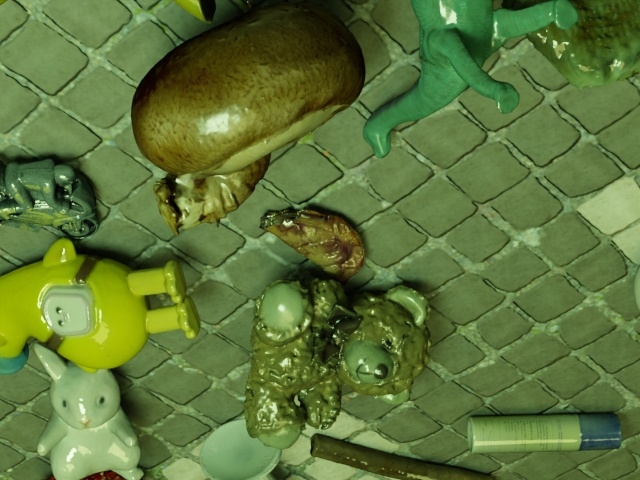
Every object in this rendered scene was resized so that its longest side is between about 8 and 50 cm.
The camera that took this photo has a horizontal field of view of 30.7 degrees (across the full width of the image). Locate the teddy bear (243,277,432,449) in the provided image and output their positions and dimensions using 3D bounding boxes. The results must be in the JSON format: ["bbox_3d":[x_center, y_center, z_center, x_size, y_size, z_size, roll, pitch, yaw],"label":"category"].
[{"bbox_3d":[0.026,0.150,1.577,0.256,0.156,0.267,4,121,-7],"label":"teddy bear"}]

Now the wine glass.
[{"bbox_3d":[-0.107,0.390,1.807,0.165,0.165,0.196,-9,130,6],"label":"wine glass"}]

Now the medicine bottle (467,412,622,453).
[{"bbox_3d":[0.347,0.300,1.807,0.231,0.059,0.059,-1,135,-2],"label":"medicine bottle"}]

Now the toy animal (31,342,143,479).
[{"bbox_3d":[-0.335,0.242,1.655,0.141,0.138,0.282,-7,137,-9],"label":"toy animal"}]

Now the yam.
[{"bbox_3d":[0.135,0.367,1.874,0.327,0.045,0.045,17,109,-18],"label":"yam"}]

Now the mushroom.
[{"bbox_3d":[-0.086,-0.141,1.207,0.278,0.297,0.163,-42,94,-7],"label":"mushroom"}]

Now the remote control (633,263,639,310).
[{"bbox_3d":[0.573,0.092,1.570,0.332,0.103,0.221,36,127,-23],"label":"remote control"}]

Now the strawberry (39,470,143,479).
[{"bbox_3d":[-0.357,0.434,1.838,0.201,0.187,0.184,25,90,7],"label":"strawberry"}]

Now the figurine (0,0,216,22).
[{"bbox_3d":[-0.171,-0.355,1.055,0.218,0.169,0.326,13,132,-9],"label":"figurine"}]

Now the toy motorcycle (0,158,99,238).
[{"bbox_3d":[-0.346,-0.058,1.413,0.193,0.061,0.124,19,138,-29],"label":"toy motorcycle"}]

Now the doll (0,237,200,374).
[{"bbox_3d":[-0.339,0.089,1.521,0.363,0.145,0.199,-8,111,16],"label":"doll"}]

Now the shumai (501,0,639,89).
[{"bbox_3d":[0.283,-0.245,1.247,0.184,0.184,0.142,-6,164,3],"label":"shumai"}]

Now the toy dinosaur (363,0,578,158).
[{"bbox_3d":[0.108,-0.270,1.230,0.129,0.331,0.383,-14,102,-27],"label":"toy dinosaur"}]

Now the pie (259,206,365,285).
[{"bbox_3d":[0.000,0.000,1.510,0.170,0.034,0.092,32,130,-30],"label":"pie"}]
